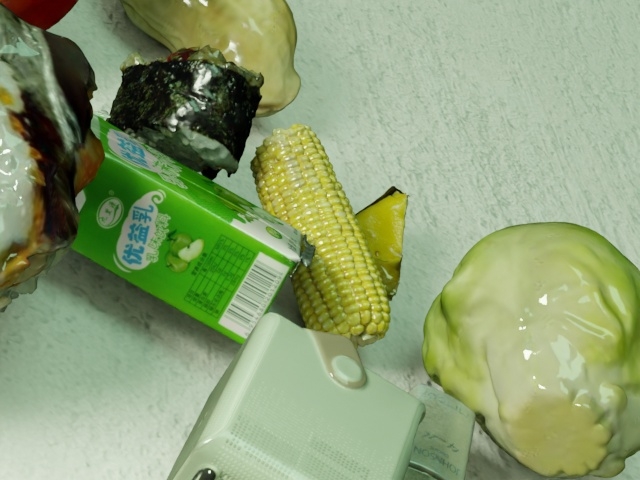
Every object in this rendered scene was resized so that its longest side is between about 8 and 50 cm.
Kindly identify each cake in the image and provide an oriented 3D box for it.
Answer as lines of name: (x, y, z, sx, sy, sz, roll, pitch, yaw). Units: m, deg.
cake: (0.038, 0.006, 2.000, 0.116, 0.080, 0.185, 13, 43, -8)

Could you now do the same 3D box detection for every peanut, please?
peanut: (-0.136, -0.288, 2.165, 0.340, 0.158, 0.174, 44, 10, 13)

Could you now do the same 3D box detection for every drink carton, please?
drink carton: (-0.147, -0.015, 1.761, 0.271, 0.108, 0.161, 30, 9, -6)

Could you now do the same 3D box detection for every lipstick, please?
lipstick: (0.090, 0.239, 1.677, 0.079, 0.077, 0.253, 29, 29, -6)

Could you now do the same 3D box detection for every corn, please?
corn: (0.000, 0.000, 1.876, 0.093, 0.093, 0.244, -2, 65, -45)

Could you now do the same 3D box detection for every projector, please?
projector: (-0.025, 0.191, 1.558, 0.177, 0.163, 0.242, 32, 32, -5)

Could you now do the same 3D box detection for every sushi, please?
sushi: (-0.391, -0.079, 1.513, 0.417, 0.176, 0.417, 11, 57, -17)
sushi: (-0.132, -0.133, 1.889, 0.147, 0.115, 0.212, 29, -14, -22)

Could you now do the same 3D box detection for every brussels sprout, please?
brussels sprout: (0.237, 0.116, 1.849, 0.273, 0.242, 0.316, 62, 21, 7)

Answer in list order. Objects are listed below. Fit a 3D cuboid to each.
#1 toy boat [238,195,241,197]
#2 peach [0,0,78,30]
toy boat: (-0.086, -0.005, 1.901, 0.049, 0.047, 0.149, 5, 41, -37)
peach: (-0.334, -0.364, 1.901, 0.281, 0.338, 0.281, 38, 21, -17)
